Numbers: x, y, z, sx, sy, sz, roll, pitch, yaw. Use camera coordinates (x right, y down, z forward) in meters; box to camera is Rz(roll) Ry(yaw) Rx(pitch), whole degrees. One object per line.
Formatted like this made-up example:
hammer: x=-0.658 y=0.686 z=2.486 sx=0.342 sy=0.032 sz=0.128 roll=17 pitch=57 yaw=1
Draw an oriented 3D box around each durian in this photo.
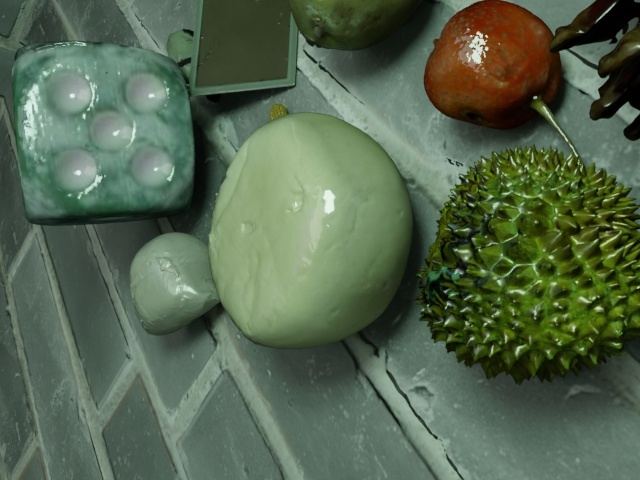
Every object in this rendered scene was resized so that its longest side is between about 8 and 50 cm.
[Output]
durian: x=0.217 y=0.032 z=0.738 sx=0.291 sy=0.225 sz=0.291 roll=171 pitch=90 yaw=-70

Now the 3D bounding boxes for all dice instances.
dice: x=-0.452 y=-0.212 z=1.404 sx=0.328 sy=0.330 sz=0.348 roll=178 pitch=86 yaw=-68

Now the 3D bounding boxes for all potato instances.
potato: x=0.074 y=-0.456 z=1.058 sx=0.243 sy=0.221 sz=0.326 roll=-4 pitch=65 yaw=36

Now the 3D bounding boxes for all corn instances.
corn: x=-0.079 y=-0.216 z=1.290 sx=0.037 sy=0.037 sz=0.092 roll=-23 pitch=62 yaw=42

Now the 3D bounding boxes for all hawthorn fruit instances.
hawthorn fruit: x=0.256 y=-0.180 z=0.846 sx=0.285 sy=0.165 sz=0.165 roll=49 pitch=115 yaw=29

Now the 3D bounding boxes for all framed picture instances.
framed picture: x=-0.151 y=-0.434 z=1.378 sx=0.232 sy=0.019 sz=0.296 roll=-1 pitch=76 yaw=16

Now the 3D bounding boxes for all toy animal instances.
toy animal: x=-0.267 y=-0.383 z=1.485 sx=0.094 sy=0.121 sz=0.225 roll=-46 pitch=50 yaw=28

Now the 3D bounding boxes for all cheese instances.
cheese: x=-0.284 y=0.077 z=1.337 sx=0.198 sy=0.154 sz=0.189 roll=-31 pitch=75 yaw=33

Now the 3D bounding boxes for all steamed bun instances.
steamed bun: x=0.000 y=0.000 z=0.995 sx=0.334 sy=0.233 sz=0.312 roll=-54 pitch=47 yaw=34

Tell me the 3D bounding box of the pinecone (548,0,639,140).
pinecone: x=0.359 y=-0.209 z=0.584 sx=0.384 sy=0.384 sz=0.384 roll=-17 pitch=66 yaw=44
